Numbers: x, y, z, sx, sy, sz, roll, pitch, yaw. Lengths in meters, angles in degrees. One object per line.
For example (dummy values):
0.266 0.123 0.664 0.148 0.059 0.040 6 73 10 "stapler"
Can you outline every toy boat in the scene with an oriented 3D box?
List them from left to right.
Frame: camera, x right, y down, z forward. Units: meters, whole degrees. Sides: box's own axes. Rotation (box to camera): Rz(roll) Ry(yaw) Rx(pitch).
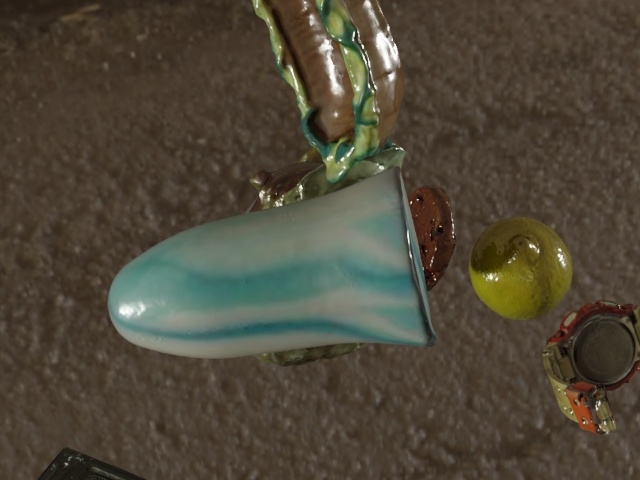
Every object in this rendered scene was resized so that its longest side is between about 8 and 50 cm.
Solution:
-0.033 -0.181 0.788 0.099 0.293 0.108 -38 13 -18 "toy boat"

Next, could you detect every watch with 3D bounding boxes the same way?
0.321 0.138 1.214 0.165 0.102 0.268 -22 13 4 "watch"

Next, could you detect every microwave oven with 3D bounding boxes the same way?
-0.334 0.421 1.817 0.208 0.122 0.162 15 48 27 "microwave oven"

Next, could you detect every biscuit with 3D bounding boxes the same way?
0.175 0.001 2.041 0.049 0.192 0.192 14 39 -22 "biscuit"

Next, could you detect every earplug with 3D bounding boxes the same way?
-0.059 0.046 1.224 0.324 0.185 0.185 -11 43 6 "earplug"

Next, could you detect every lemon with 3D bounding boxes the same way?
0.355 0.053 2.136 0.184 0.248 0.184 -3 76 11 "lemon"

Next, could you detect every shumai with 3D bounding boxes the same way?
0.000 0.000 1.733 0.292 0.288 0.330 38 49 4 "shumai"

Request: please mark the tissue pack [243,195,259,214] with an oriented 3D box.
-0.151 0.042 2.460 0.122 0.259 0.361 30 23 4 "tissue pack"
